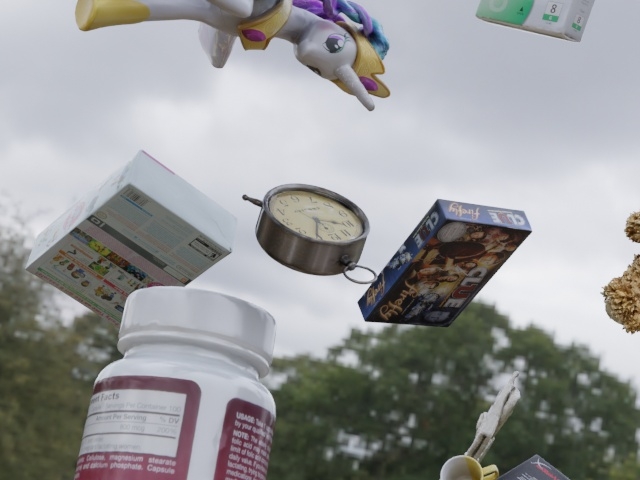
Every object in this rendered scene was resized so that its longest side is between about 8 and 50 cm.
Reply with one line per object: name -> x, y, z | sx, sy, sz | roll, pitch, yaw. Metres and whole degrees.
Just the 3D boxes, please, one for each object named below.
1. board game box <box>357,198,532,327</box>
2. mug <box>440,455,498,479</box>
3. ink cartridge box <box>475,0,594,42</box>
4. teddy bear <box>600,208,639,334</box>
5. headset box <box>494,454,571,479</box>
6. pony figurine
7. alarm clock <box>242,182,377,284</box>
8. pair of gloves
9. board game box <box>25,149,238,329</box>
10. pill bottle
board game box -> 0.185, 0.040, 1.916 | 0.165, 0.042, 0.243 | 6, -43, -31
mug -> 0.219, 0.359, 1.872 | 0.078, 0.062, 0.064 | 8, -29, 19
ink cartridge box -> 0.348, -0.424, 1.927 | 0.056, 0.225, 0.181 | 13, 7, -43
teddy bear -> 0.544, 0.038, 1.884 | 0.338, 0.245, 0.113 | -31, -7, -29
headset box -> 0.256, 0.442, 1.691 | 0.293, 0.110, 0.218 | -25, 40, -30
pony figurine -> -0.104, -0.299, 1.404 | 0.363, 0.351, 0.303 | 15, -53, -35
alarm clock -> 0.000, 0.000, 1.477 | 0.129, 0.064, 0.192 | -8, 35, -37
pair of gloves -> 0.258, 0.346, 2.133 | 0.042, 0.204, 0.240 | 33, -51, 13
board game box -> -0.326, 0.006, 2.197 | 0.224, 0.097, 0.303 | 37, -54, -27
pill bottle -> -0.173, 0.267, 1.493 | 0.224, 0.392, 0.224 | 8, -20, 3
